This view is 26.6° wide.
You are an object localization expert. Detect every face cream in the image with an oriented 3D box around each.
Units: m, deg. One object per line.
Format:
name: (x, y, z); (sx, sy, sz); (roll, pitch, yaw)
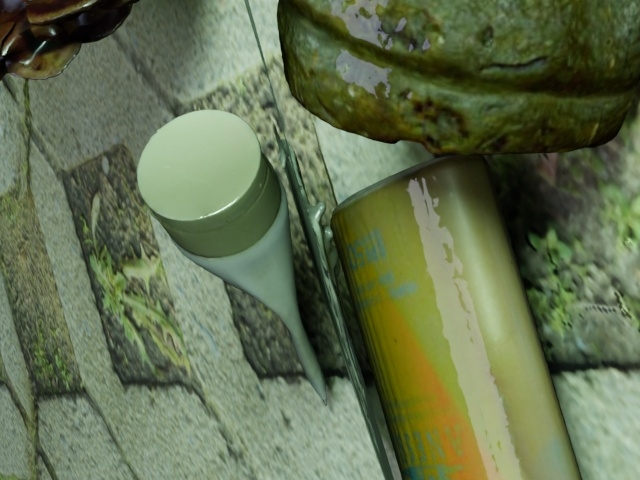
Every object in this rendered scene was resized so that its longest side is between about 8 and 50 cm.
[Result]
face cream: (0.079, 0.107, 0.663); (0.139, 0.067, 0.285); (149, 106, -69)
face cream: (-0.039, 0.010, 0.807); (0.114, 0.070, 0.224); (62, 180, 32)

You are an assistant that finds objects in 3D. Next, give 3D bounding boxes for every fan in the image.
fan: (0.001, 0.000, 0.664); (0.414, 0.012, 0.233); (75, 175, -56)

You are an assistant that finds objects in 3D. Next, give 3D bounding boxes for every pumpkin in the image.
pumpkin: (0.026, -0.135, 0.592); (0.248, 0.126, 0.131); (40, 134, 51)

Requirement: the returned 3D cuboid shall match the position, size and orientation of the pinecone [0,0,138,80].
pinecone: (-0.208, -0.247, 0.865); (0.298, 0.242, 0.296); (-123, 30, -45)
